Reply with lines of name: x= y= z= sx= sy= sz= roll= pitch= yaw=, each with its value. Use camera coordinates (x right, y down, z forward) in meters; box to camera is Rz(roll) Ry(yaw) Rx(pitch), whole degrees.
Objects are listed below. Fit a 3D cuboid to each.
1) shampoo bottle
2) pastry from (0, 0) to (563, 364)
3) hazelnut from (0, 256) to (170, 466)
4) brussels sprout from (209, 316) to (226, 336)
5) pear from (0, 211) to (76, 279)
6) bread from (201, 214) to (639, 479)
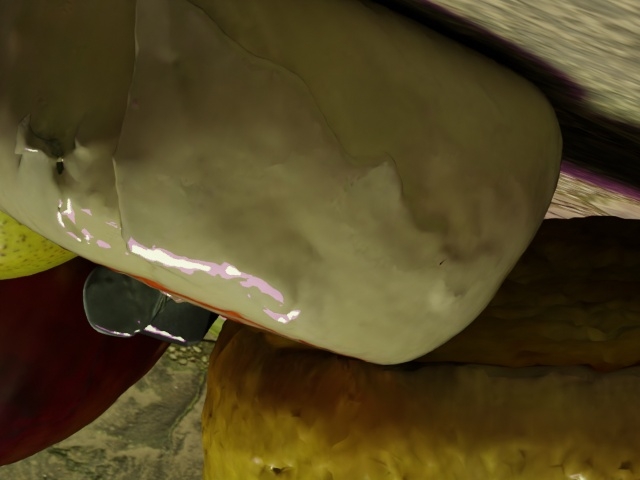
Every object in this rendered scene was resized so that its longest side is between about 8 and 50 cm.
shampoo bottle: x=-0.064 y=-0.017 z=0.978 sx=0.071 sy=0.098 sz=0.309 roll=22 pitch=-159 yaw=6
pastry: x=-0.033 y=-0.042 z=0.726 sx=0.265 sy=0.133 sz=0.265 roll=24 pitch=-177 yaw=-1
hazelnut: x=-0.303 y=-0.004 z=1.511 sx=0.402 sy=0.402 sz=0.429 roll=20 pitch=-145 yaw=3
brussels sprout: x=0.000 y=0.000 z=1.299 sx=0.223 sy=0.223 sz=0.161 roll=21 pitch=147 yaw=40
pear: x=-0.187 y=-0.070 z=1.028 sx=0.198 sy=0.198 sz=0.198 roll=20 pitch=180 yaw=0
bread: x=0.117 y=0.119 z=0.891 sx=0.398 sy=0.215 sz=0.398 roll=-3 pitch=-169 yaw=1
